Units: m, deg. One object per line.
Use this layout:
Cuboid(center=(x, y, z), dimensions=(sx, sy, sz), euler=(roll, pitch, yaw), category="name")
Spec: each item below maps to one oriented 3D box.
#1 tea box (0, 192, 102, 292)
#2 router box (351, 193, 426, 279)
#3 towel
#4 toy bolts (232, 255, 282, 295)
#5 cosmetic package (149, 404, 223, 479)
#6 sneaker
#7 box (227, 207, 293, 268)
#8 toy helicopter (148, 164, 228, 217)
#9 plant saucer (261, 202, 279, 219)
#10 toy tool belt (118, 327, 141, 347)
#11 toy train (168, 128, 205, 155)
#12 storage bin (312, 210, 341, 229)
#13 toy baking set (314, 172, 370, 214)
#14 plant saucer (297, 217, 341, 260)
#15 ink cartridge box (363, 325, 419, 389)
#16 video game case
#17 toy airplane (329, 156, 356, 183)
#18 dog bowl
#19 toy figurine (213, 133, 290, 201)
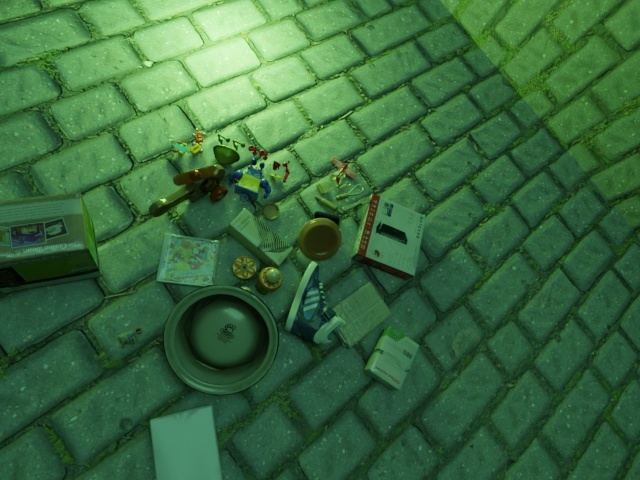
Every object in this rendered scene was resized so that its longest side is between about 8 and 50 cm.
Cuboid(center=(-0.971, 0.014, 1.538), dimensions=(0.328, 0.323, 0.220), euler=(-10, 73, -22), category="tea box")
Cuboid(center=(0.332, -0.019, 2.127), dimensions=(0.300, 0.082, 0.336), euler=(21, 65, -10), category="router box")
Cuboid(center=(0.169, 0.329, 1.959), dimensions=(0.282, 0.049, 0.187), euler=(-31, 84, -26), category="towel")
Cuboid(center=(-0.288, 0.165, 1.803), dimensions=(0.218, 0.158, 0.228), euler=(41, 63, 0), category="toy bolts")
Cuboid(center=(-0.453, 0.782, 1.516), dimensions=(0.217, 0.156, 0.386), euler=(-5, 71, -21), category="cosmetic package")
Cuboid(center=(0.006, 0.272, 1.863), dimensions=(0.236, 0.130, 0.323), euler=(21, 70, 0), category="sneaker")
Cuboid(center=(-0.262, -0.002, 1.912), dimensions=(0.275, 0.094, 0.113), euler=(39, 63, -2), category="box")
Cuboid(center=(-0.540, -0.207, 1.817), dimensions=(0.355, 0.235, 0.140), euler=(-37, 85, -26), category="toy helicopter")
Cuboid(center=(-0.228, -0.132, 2.018), dimensions=(0.083, 0.015, 0.084), euler=(6, 69, -17), category="plant saucer")
Cuboid(center=(-0.707, 0.365, 1.652), dimensions=(0.083, 0.052, 0.051), euler=(-17, 107, -20), category="toy tool belt")
Cuboid(center=(-0.594, -0.434, 1.995), dimensions=(0.166, 0.046, 0.125), euler=(-16, 75, -27), category="toy train")
Cuboid(center=(0.018, -0.065, 2.033), dimensions=(0.135, 0.091, 0.098), euler=(10, 67, -14), category="storage bin")
Cuboid(center=(0.102, -0.222, 2.115), dimensions=(0.256, 0.030, 0.197), euler=(37, 78, 13), category="toy baking set")
Cuboid(center=(0.000, 0.000, 1.969), dimensions=(0.199, 0.037, 0.200), euler=(-3, 108, -9), category="plant saucer")
Cuboid(center=(0.305, 0.509, 1.909), dimensions=(0.160, 0.092, 0.220), euler=(35, 63, -3), category="ink cartridge box")
Cuboid(center=(-0.542, 0.084, 1.823), dimensions=(0.226, 0.026, 0.207), euler=(9, 68, -16), category="video game case")
Cuboid(center=(0.102, -0.341, 2.203), dimensions=(0.151, 0.028, 0.151), euler=(6, 67, -14), category="toy airplane")
Cuboid(center=(-0.356, 0.347, 1.636), dimensions=(0.407, 0.150, 0.409), euler=(0, 97, -4), category="dog bowl")
Cuboid(center=(-0.331, -0.283, 1.952), dimensions=(0.362, 0.191, 0.218), euler=(20, 70, -9), category="toy figurine")
